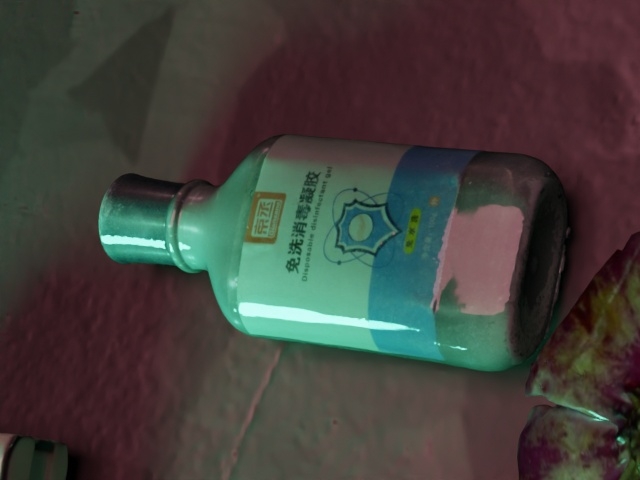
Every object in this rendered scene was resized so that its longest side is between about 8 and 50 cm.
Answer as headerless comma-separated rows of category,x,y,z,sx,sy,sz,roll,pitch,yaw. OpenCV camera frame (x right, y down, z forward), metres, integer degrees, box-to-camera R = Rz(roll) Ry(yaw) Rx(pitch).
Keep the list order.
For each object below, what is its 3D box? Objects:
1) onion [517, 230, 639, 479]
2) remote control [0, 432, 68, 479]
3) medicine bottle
onion,0.168,0.075,0.542,0.207,0.200,0.201,-36,62,4
remote control,-0.183,0.223,0.798,0.103,0.055,0.277,2,80,29
medicine bottle,0.000,0.000,0.760,0.208,0.053,0.090,7,79,30
